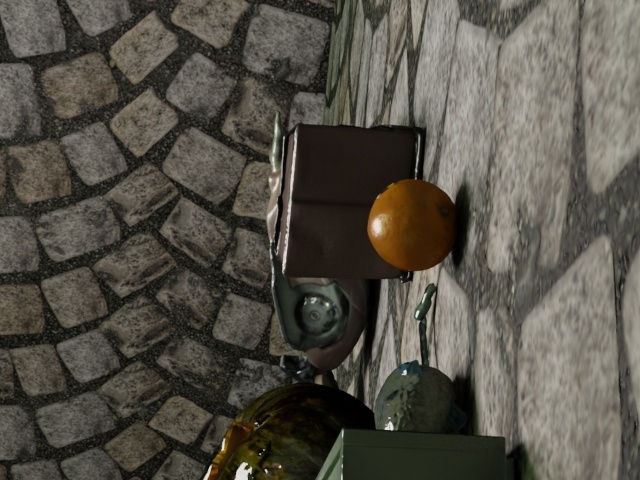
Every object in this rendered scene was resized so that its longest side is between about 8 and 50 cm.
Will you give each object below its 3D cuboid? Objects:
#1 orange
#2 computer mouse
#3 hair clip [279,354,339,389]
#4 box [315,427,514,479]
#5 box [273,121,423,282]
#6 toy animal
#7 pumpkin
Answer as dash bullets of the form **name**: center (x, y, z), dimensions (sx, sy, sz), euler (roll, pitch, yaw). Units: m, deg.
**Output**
- **orange**: center (0.083, -0.014, 0.973), dimensions (0.083, 0.083, 0.084), euler (-176, 90, -86)
- **computer mouse**: center (0.006, 0.001, 1.537), dimensions (0.199, 0.115, 0.389), euler (-55, -42, -65)
- **hair clip**: center (0.008, 0.235, 1.618), dimensions (0.187, 0.056, 0.146), euler (57, -167, -21)
- **box**: center (0.057, 0.268, 0.759), dimensions (0.225, 0.117, 0.225), euler (105, 168, -67)
- **box**: center (0.027, -0.049, 1.323), dimensions (0.252, 0.153, 0.188), euler (-125, 39, -82)
- **toy animal**: center (0.089, 0.123, 0.958), dimensions (0.079, 0.070, 0.253), euler (-47, 4, 19)
- **pumpkin**: center (-0.042, 0.311, 1.273), dimensions (0.320, 0.192, 0.320), euler (-59, 9, 16)
